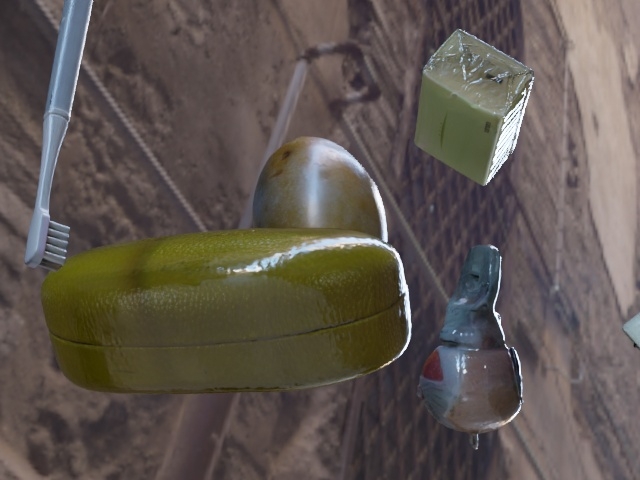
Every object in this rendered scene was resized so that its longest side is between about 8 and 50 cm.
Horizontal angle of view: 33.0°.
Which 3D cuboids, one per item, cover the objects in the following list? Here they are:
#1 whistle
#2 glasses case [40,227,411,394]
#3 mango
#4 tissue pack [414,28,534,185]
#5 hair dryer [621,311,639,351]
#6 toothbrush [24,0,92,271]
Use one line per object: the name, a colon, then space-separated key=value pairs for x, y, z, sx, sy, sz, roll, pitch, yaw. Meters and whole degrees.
whistle: x=0.249 y=0.179 z=1.821 sx=0.189 sy=0.347 sz=0.189 roll=1 pitch=0 yaw=0
glasses case: x=-0.105 y=0.060 z=1.043 sx=0.371 sy=0.173 sz=0.141 roll=-4 pitch=-74 yaw=20
mango: x=0.000 y=0.000 z=1.621 sx=0.199 sy=0.384 sz=0.221 roll=10 pitch=-49 yaw=-16
tissue pack: x=0.255 y=-0.221 z=1.828 sx=0.159 sy=0.125 sz=0.234 roll=33 pitch=-22 yaw=15
hair dryer: x=0.513 y=0.072 z=1.525 sx=0.203 sy=0.128 sz=0.362 roll=-40 pitch=-37 yaw=8
toothbrush: x=-0.217 y=-0.120 z=0.919 sx=0.030 sy=0.342 sz=0.025 roll=22 pitch=-42 yaw=-32
